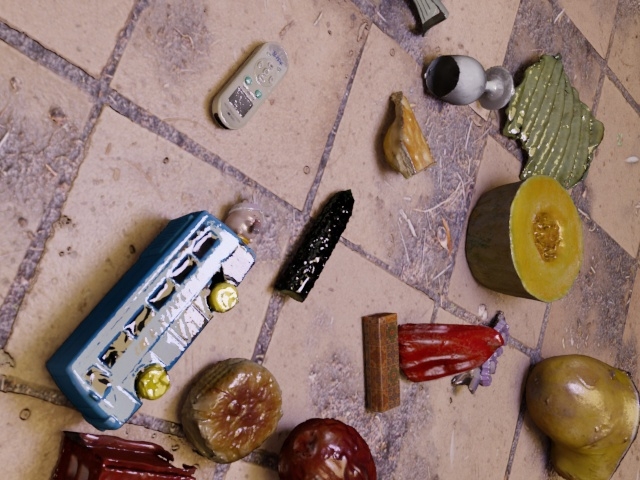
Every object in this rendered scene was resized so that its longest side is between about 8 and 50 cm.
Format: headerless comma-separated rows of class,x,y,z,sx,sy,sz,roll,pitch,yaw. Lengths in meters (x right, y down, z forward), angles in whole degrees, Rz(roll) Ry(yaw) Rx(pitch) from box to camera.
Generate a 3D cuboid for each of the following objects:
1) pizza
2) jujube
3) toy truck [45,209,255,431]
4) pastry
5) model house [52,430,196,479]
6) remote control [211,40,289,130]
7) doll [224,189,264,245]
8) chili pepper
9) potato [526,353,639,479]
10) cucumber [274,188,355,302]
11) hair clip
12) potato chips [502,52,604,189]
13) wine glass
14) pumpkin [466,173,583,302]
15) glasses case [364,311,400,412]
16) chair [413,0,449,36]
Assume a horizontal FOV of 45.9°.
pizza,0.187,-0.236,1.755,0.204,0.080,0.188,66,28,-10
jujube,0.024,0.477,1.535,0.197,0.197,0.290,-55,139,-28
toy truck,-0.280,0.129,1.266,0.162,0.161,0.385,47,63,-20
pastry,-0.164,0.320,1.420,0.192,0.093,0.182,-41,118,-30
model house,-0.342,0.456,1.215,0.196,0.160,0.254,24,76,-42
remote control,-0.136,-0.302,1.469,0.078,0.042,0.221,52,59,-32
doll,-0.139,-0.034,1.441,0.073,0.084,0.127,35,77,-40
chili pepper,0.305,0.259,1.758,0.136,0.253,0.144,8,77,-61
potato,0.704,0.503,2.184,0.296,0.290,0.397,13,122,-15
cucumber,0.000,-0.001,1.585,0.072,0.072,0.300,47,60,-33
hair clip,0.443,0.298,2.006,0.292,0.084,0.106,-51,141,-35
potato chips,0.675,-0.351,2.186,0.389,0.097,0.373,-50,116,-29
wine glass,0.373,-0.394,1.885,0.241,0.126,0.126,1,90,-45
pumpkin,0.526,0.004,2.004,0.332,0.199,0.332,8,77,-41
glasses case,0.140,0.278,1.732,0.075,0.049,0.218,-7,96,-49
chair,0.235,-0.618,1.730,0.275,0.190,0.203,35,69,-30
